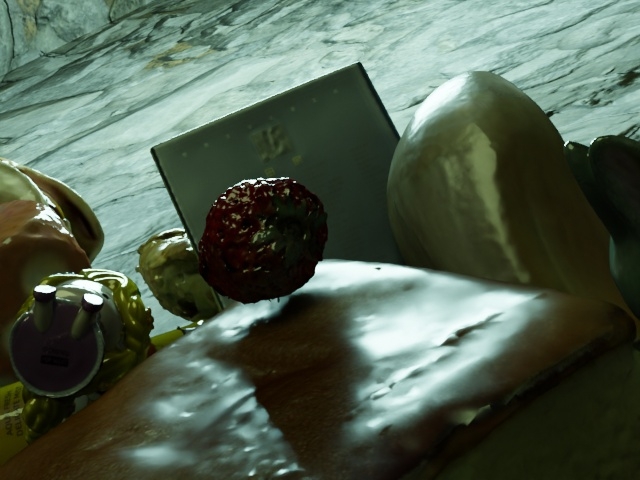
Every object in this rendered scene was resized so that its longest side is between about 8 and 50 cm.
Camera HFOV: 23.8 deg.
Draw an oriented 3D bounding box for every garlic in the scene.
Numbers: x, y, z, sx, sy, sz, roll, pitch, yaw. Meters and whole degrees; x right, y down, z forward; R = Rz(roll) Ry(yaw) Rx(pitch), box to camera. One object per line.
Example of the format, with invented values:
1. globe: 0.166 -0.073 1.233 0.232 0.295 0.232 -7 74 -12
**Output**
1. garlic: 0.131 -0.012 1.100 0.143 0.112 0.318 -23 55 -4

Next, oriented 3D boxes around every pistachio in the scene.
1. pistachio: -0.335 -0.015 1.670 0.229 0.157 0.157 10 35 41

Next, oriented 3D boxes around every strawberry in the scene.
1. strawberry: -0.041 0.004 0.990 0.096 0.083 0.083 -19 17 36

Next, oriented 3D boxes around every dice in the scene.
1. dice: -0.289 0.078 1.344 0.179 0.175 0.174 -33 22 -21

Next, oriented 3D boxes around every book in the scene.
1. book: 0.000 0.000 1.196 0.191 0.269 0.025 -23 -25 -6

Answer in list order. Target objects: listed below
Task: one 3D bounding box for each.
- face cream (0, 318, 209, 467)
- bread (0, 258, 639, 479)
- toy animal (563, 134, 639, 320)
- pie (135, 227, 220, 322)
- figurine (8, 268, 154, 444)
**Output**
1. face cream: -0.230 0.161 1.155 0.349 0.105 0.105 -19 19 8
2. bread: -0.007 0.140 0.917 0.324 0.143 0.333 -35 23 -32
3. toy animal: 0.224 0.024 0.899 0.236 0.108 0.138 17 -14 -27
4. pie: 0.001 -0.016 1.374 0.339 0.083 0.339 -19 8 3
5. figurine: -0.171 0.078 1.059 0.095 0.115 0.156 21 9 -3
